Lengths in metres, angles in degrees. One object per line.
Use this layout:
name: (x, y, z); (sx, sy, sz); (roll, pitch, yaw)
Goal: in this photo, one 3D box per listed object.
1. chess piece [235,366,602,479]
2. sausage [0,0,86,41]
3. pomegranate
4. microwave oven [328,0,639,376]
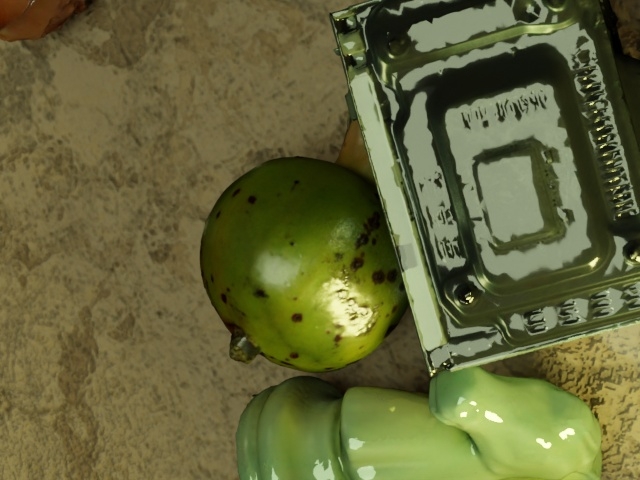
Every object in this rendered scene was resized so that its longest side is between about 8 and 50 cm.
chess piece: (0.089, 0.176, 1.389); (0.298, 0.176, 0.176); (-16, 91, 27)
sausage: (-0.177, -0.337, 1.486); (0.419, 0.094, 0.094); (-44, 48, 27)
pomegranate: (-0.009, -0.009, 1.402); (0.198, 0.198, 0.246); (3, 87, 28)
microwave oven: (0.153, -0.067, 1.279); (0.237, 0.181, 0.295); (-15, 91, 15)
